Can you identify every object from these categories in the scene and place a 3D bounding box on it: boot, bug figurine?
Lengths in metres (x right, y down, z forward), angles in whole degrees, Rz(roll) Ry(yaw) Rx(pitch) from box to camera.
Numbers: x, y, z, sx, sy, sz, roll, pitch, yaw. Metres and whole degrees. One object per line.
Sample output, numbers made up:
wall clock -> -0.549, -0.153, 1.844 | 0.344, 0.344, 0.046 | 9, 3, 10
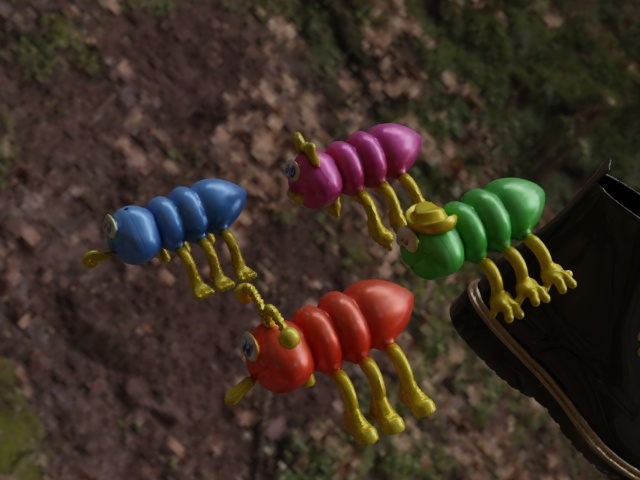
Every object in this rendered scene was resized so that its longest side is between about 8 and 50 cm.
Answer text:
boot -> 0.192, 0.060, 0.753 | 0.198, 0.137, 0.077 | 38, 27, -4
bug figurine -> 0.000, 0.000, 0.715 | 0.279, 0.216, 0.072 | 31, -40, 55
